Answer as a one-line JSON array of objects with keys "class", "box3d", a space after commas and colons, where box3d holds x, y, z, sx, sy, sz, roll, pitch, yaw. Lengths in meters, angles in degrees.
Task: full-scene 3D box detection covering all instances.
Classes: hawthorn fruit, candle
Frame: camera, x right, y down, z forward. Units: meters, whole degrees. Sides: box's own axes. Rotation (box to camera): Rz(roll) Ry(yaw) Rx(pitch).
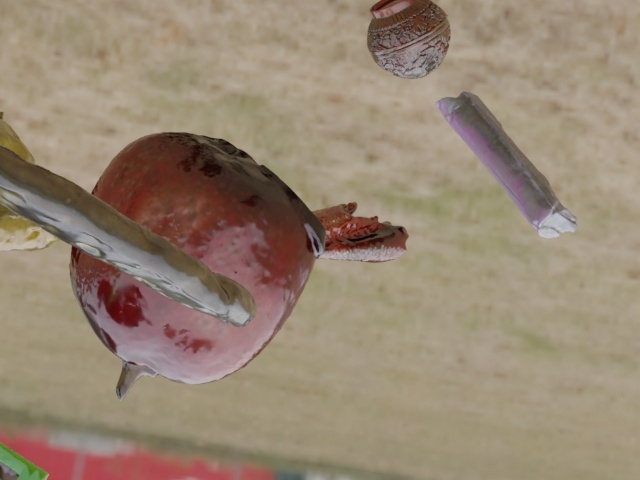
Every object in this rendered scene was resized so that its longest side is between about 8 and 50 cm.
[{"class": "hawthorn fruit", "box3d": [-0.125, 0.028, 1.351, 0.215, 0.250, 0.215, 23, 179, 0]}, {"class": "candle", "box3d": [0.000, 0.000, 1.673, 0.084, 0.059, 0.301, 40, -155, 23]}]

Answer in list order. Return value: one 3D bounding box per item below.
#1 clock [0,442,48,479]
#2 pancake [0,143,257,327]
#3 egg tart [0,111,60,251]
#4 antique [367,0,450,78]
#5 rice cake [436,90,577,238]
[{"class": "clock", "box3d": [-0.386, 0.201, 1.151, 0.309, 0.235, 0.166, 31, 163, 3]}, {"class": "pancake", "box3d": [-0.164, -0.027, 0.909, 0.288, 0.033, 0.286, 31, 178, 4]}, {"class": "egg tart", "box3d": [-0.474, -0.070, 1.742, 0.388, 0.169, 0.388, 2, -172, 0]}, {"class": "antique", "box3d": [0.103, -0.234, 1.739, 0.104, 0.104, 0.104, 8, 170, 1]}, {"class": "rice cake", "box3d": [0.215, -0.094, 1.767, 0.055, 0.049, 0.270, 40, -167, -47]}]
